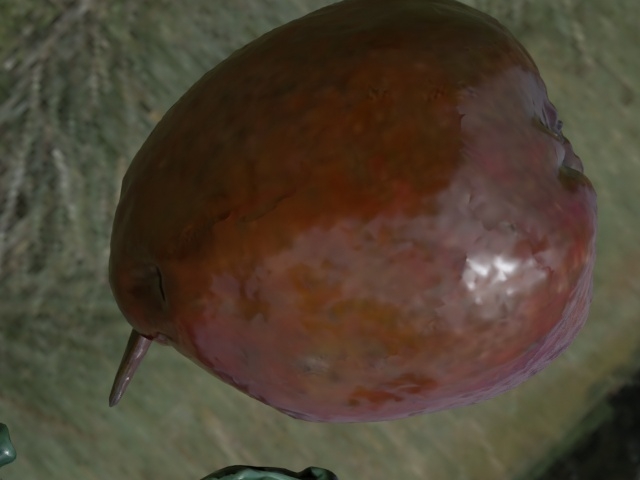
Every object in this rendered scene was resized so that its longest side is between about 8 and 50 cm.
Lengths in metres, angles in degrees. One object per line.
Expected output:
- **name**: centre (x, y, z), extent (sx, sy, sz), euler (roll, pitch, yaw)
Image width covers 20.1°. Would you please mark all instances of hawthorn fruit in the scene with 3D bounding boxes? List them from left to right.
- **hawthorn fruit**: centre (0.000, 0.000, 0.874), extent (0.262, 0.210, 0.210), euler (-24, 170, 6)

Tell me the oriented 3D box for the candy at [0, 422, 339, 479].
- **candy**: centre (-0.094, 0.055, 0.426), extent (0.083, 0.305, 0.091), euler (-48, -154, 26)
